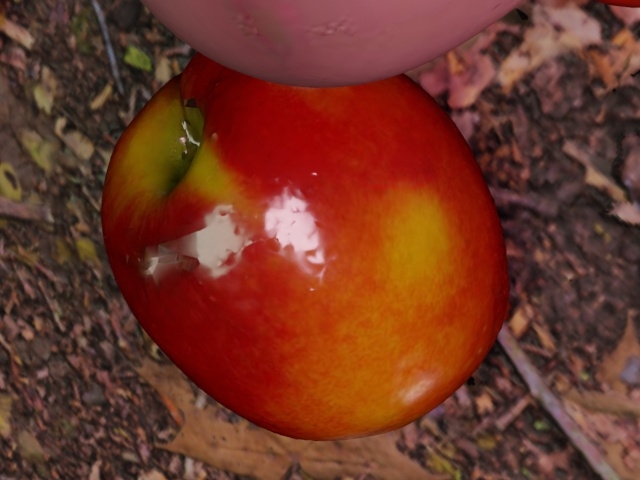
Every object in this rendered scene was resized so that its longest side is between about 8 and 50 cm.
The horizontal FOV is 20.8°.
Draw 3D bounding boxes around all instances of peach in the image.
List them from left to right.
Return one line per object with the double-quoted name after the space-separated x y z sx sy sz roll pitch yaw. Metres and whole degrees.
0.000 0.000 0.910 0.190 0.226 0.196 -49 38 9 "peach"

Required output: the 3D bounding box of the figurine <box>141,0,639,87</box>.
0.013 -0.171 0.718 0.261 0.211 0.270 9 148 40 "figurine"
